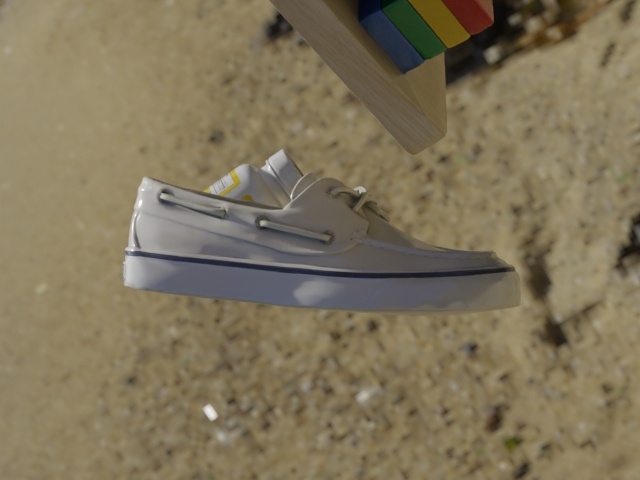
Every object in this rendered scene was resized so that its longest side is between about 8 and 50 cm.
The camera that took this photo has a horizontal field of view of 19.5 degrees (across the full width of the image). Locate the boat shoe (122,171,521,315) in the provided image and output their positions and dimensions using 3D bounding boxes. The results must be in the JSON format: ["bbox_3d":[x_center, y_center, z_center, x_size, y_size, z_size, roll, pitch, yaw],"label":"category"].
[{"bbox_3d":[0.000,0.000,1.214,0.267,0.088,0.096,4,0,22],"label":"boat shoe"}]

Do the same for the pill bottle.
[{"bbox_3d":[-0.062,-0.017,1.414,0.116,0.065,0.065,-35,24,4],"label":"pill bottle"}]

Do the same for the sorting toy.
[{"bbox_3d":[0.015,-0.226,1.062,0.089,0.257,0.255,-29,35,25],"label":"sorting toy"}]
